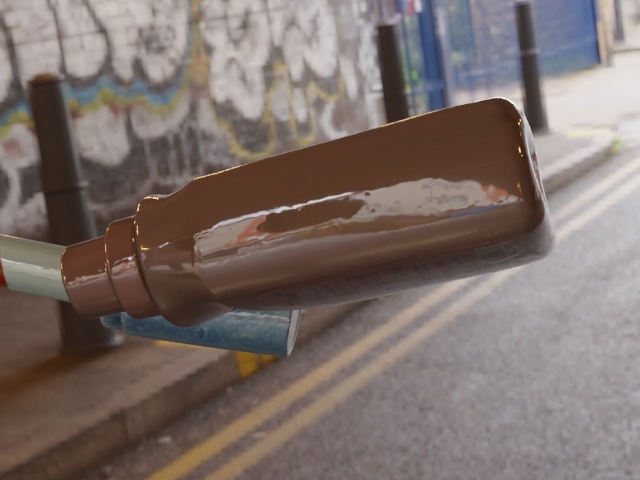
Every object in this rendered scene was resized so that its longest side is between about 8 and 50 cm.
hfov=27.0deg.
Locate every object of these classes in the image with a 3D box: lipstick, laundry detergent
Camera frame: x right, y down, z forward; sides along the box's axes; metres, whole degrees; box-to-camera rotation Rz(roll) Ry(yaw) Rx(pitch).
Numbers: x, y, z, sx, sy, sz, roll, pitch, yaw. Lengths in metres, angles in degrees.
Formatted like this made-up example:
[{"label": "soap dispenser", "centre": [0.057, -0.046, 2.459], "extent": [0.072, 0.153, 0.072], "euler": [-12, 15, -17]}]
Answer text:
[{"label": "lipstick", "centre": [-0.151, 0.032, 0.977], "extent": [0.274, 0.068, 0.061], "euler": [10, -31, 6]}, {"label": "laundry detergent", "centre": [0.000, 0.000, 0.687], "extent": [0.237, 0.076, 0.171], "euler": [-15, -11, 12]}]
